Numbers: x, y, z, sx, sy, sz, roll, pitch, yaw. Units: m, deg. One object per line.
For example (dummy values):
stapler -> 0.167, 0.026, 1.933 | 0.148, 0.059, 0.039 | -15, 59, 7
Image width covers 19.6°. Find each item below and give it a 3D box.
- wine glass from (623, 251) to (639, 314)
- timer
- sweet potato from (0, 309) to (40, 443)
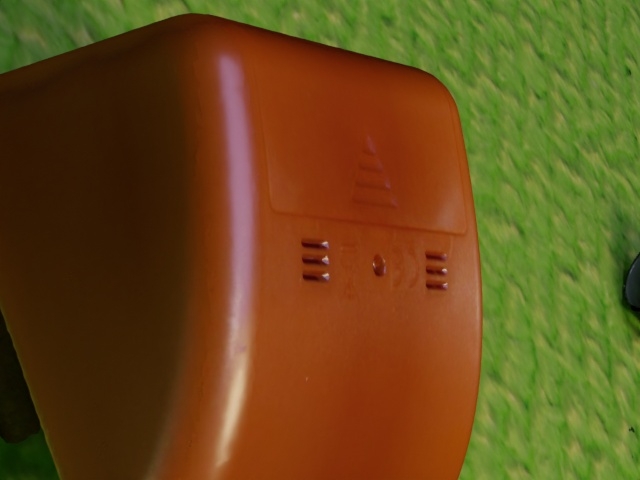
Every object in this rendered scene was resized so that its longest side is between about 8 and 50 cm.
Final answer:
wine glass -> 0.358, 0.085, 1.573 | 0.231, 0.103, 0.103 | 38, 40, -28
timer -> -0.032, 0.035, 0.909 | 0.257, 0.161, 0.250 | 6, 72, -56
sweet potato -> -0.217, -0.031, 0.847 | 0.314, 0.072, 0.066 | 51, 56, -24
